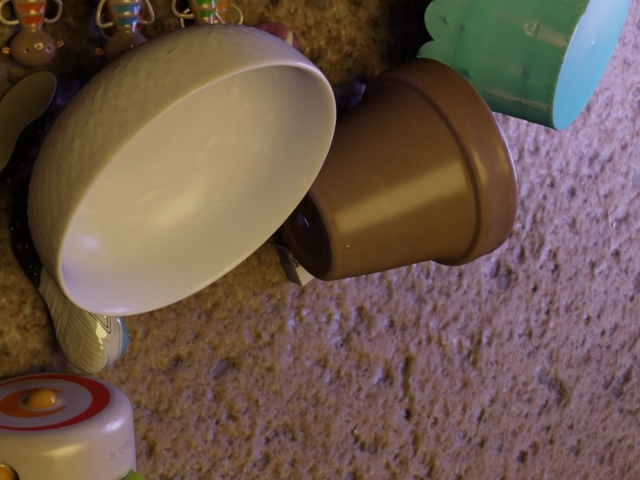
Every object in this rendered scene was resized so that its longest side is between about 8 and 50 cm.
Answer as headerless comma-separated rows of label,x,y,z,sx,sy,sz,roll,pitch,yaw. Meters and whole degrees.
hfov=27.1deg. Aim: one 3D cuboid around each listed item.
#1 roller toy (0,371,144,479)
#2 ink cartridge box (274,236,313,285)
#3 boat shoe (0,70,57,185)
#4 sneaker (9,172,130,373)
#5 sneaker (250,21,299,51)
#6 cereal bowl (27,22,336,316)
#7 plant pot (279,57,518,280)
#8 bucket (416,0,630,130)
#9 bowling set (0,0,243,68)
roller toy,-0.296,0.226,1.415,0.209,0.191,0.146,-5,108,-13
ink cartridge box,0.000,0.000,1.700,0.115,0.029,0.063,-37,122,-26
boat shoe,-0.318,-0.120,1.404,0.133,0.049,0.042,-63,164,-18
sneaker,-0.273,0.030,1.465,0.086,0.085,0.237,-49,128,-60
sneaker,-0.082,-0.139,1.564,0.104,0.095,0.236,22,92,-47
cereal bowl,-0.155,-0.089,1.354,0.339,0.141,0.339,-32,152,-19
plant pot,0.069,-0.062,1.605,0.229,0.263,0.263,-25,117,-23
bucket,0.265,-0.281,1.673,0.281,0.183,0.281,-51,156,-32
bowling set,-0.176,-0.232,1.383,0.287,0.200,0.154,-11,108,-29
